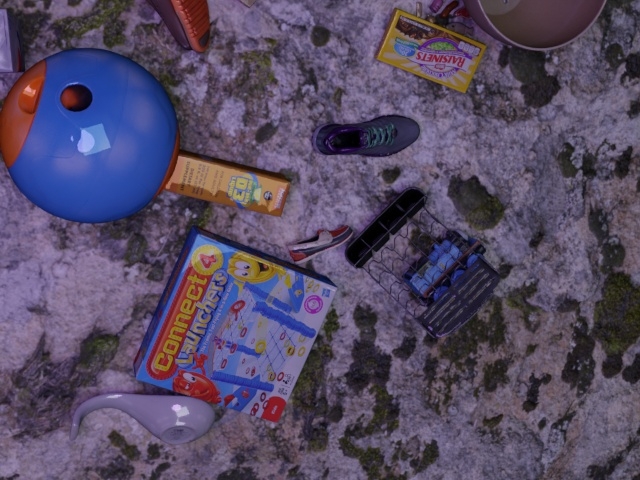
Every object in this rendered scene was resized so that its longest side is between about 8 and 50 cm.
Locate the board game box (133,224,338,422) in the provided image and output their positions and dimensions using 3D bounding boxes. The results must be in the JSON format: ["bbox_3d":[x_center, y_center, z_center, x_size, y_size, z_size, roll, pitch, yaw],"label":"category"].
[{"bbox_3d":[-0.167,0.168,1.543,0.302,0.086,0.308,22,95,-20],"label":"board game box"}]

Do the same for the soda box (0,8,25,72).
[{"bbox_3d":[-0.523,-0.307,1.229,0.098,0.286,0.091,-5,103,-17],"label":"soda box"}]

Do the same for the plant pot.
[{"bbox_3d":[0.378,-0.505,1.500,0.284,0.191,0.283,-3,102,-16],"label":"plant pot"}]

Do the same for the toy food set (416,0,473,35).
[{"bbox_3d":[0.251,-0.447,1.566,0.122,0.019,0.077,-4,103,-15],"label":"toy food set"}]

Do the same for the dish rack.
[{"bbox_3d":[0.210,0.051,1.570,0.208,0.074,0.271,-45,71,-2],"label":"dish rack"}]

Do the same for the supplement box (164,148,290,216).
[{"bbox_3d":[-0.179,-0.110,1.484,0.234,0.080,0.078,12,101,-20],"label":"supplement box"}]

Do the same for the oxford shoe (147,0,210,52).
[{"bbox_3d":[-0.309,-0.487,1.363,0.133,0.130,0.363,-16,117,21],"label":"oxford shoe"}]

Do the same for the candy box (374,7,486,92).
[{"bbox_3d":[0.219,-0.375,1.559,0.206,0.027,0.105,16,113,-19],"label":"candy box"}]

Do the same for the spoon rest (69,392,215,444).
[{"bbox_3d":[-0.342,0.343,1.529,0.277,0.084,0.137,6,133,-21],"label":"spoon rest"}]

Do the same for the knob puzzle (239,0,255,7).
[{"bbox_3d":[-0.154,-0.542,1.420,0.213,0.030,0.213,1,88,-15],"label":"knob puzzle"}]

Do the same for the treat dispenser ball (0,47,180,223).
[{"bbox_3d":[-0.378,-0.171,1.300,0.289,0.288,0.287,-3,103,-16],"label":"treat dispenser ball"}]

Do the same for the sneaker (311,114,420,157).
[{"bbox_3d":[0.100,-0.196,1.535,0.224,0.098,0.083,-10,104,-14],"label":"sneaker"}]

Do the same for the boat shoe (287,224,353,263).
[{"bbox_3d":[0.000,0.000,1.577,0.137,0.049,0.043,-26,106,-5],"label":"boat shoe"}]

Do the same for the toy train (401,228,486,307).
[{"bbox_3d":[0.263,0.056,1.650,0.184,0.080,0.105,-44,104,-3],"label":"toy train"}]
